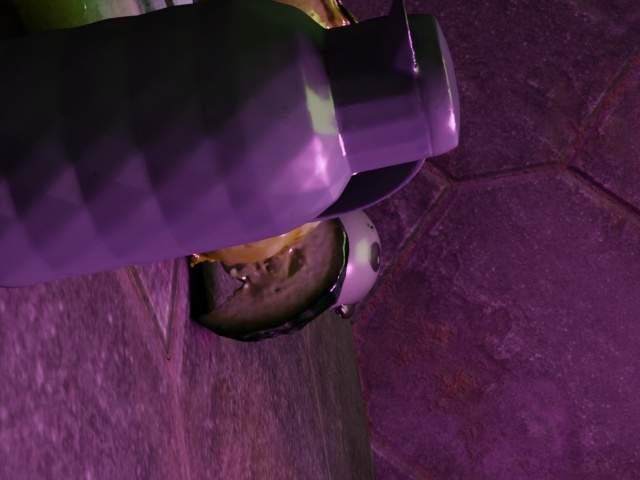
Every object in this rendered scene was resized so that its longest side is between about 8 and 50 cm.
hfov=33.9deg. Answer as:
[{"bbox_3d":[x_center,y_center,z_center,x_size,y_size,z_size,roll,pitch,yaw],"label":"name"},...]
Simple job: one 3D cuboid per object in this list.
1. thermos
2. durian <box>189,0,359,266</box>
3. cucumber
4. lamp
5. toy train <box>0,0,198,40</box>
[{"bbox_3d":[-0.062,-0.056,0.616,0.182,0.287,0.144,73,10,-61],"label":"thermos"},{"bbox_3d":[-0.051,-0.140,1.022,0.256,0.339,0.204,41,-11,15],"label":"durian"},{"bbox_3d":[-0.055,0.013,1.136,0.130,0.191,0.191,96,-15,-80],"label":"cucumber"},{"bbox_3d":[0.000,0.000,1.693,0.197,0.198,0.244,-94,163,-46],"label":"lamp"},{"bbox_3d":[-0.137,-0.148,0.732,0.307,0.126,0.189,74,28,-52],"label":"toy train"}]
